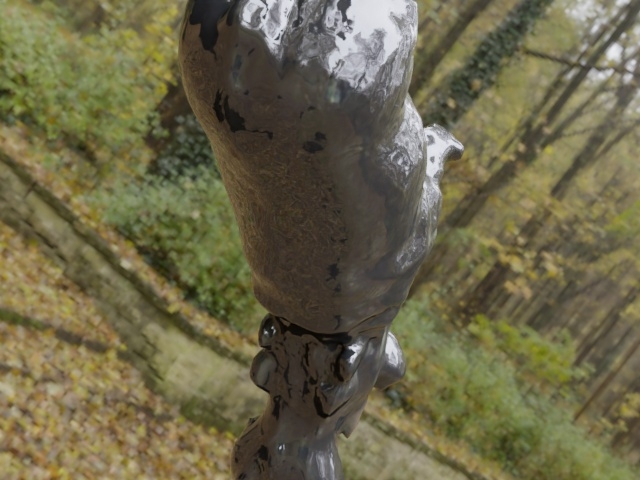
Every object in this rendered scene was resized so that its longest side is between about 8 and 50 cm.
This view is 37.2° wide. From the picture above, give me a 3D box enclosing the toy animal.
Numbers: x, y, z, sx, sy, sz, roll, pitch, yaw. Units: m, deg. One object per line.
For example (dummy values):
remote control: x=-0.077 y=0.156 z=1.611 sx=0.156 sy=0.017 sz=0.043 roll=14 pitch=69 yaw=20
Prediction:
toy animal: x=0.009 y=-0.004 z=0.521 sx=0.106 sy=0.168 sz=0.343 roll=17 pitch=-51 yaw=26
